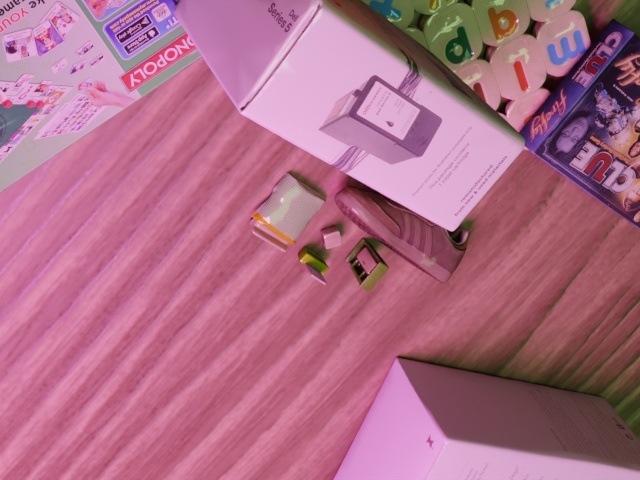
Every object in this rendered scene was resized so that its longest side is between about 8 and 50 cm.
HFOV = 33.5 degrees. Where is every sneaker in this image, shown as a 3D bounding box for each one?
[{"bbox_3d":[0.094,-0.024,1.196,0.188,0.066,0.071,35,87,-37],"label":"sneaker"}]

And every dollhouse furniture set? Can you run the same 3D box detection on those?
[{"bbox_3d":[0.000,0.000,1.170,0.152,0.058,0.076,33,104,-31],"label":"dollhouse furniture set"}]

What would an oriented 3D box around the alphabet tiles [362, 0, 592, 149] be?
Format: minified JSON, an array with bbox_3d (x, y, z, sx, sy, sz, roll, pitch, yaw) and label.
[{"bbox_3d":[0.149,-0.189,1.132,0.284,0.021,0.278,-28,124,-1],"label":"alphabet tiles"}]

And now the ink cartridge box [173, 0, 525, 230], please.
[{"bbox_3d":[0.025,-0.148,0.960,0.273,0.198,0.115,26,110,-39],"label":"ink cartridge box"}]

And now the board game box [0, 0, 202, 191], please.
[{"bbox_3d":[-0.238,-0.191,0.941,0.317,0.046,0.213,-35,139,-4],"label":"board game box"}]

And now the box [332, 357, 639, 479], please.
[{"bbox_3d":[0.225,0.307,1.359,0.345,0.168,0.215,14,114,-26],"label":"box"}]

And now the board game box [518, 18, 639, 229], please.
[{"bbox_3d":[0.356,-0.120,1.213,0.243,0.042,0.165,27,108,-36],"label":"board game box"}]
